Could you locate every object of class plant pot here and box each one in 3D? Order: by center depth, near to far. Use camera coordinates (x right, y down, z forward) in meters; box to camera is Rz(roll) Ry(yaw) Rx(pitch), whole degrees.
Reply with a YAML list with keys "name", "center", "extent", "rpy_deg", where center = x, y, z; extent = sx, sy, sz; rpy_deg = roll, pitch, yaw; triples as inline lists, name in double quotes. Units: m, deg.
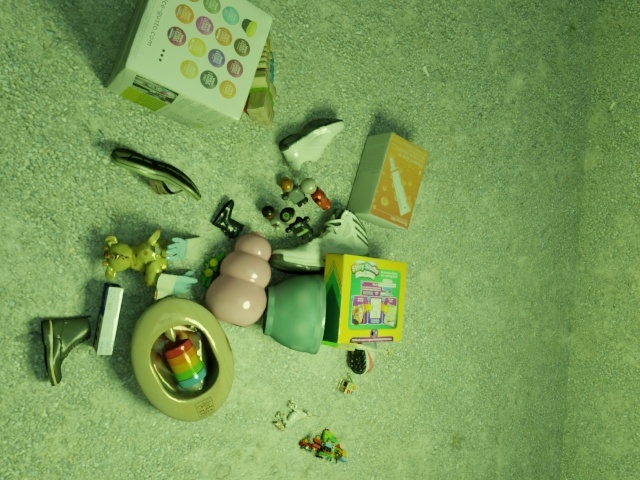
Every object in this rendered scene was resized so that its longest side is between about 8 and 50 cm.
- name: "plant pot"
  center: [-0.105, 0.260, 1.735]
  extent: [0.197, 0.293, 0.292]
  rpy_deg: [5, 91, -11]

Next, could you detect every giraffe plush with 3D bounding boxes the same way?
- name: "giraffe plush"
  center: [-0.579, 0.059, 1.488]
  extent: [0.171, 0.210, 0.181]
  rpy_deg: [-1, 64, -8]

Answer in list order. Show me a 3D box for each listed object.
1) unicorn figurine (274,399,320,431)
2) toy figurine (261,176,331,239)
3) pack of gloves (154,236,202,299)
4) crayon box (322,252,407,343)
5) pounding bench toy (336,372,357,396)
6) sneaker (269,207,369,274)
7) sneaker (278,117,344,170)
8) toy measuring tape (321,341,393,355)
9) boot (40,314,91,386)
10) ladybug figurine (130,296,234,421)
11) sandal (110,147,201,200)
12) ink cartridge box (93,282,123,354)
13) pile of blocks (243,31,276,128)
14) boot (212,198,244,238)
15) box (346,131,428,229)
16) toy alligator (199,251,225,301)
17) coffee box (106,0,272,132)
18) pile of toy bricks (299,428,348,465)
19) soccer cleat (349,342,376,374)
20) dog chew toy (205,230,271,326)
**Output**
- name: "unicorn figurine"
  center: [-0.101, 0.689, 1.886]
  extent: [0.162, 0.060, 0.111]
  rpy_deg: [-33, 111, -8]
- name: "toy figurine"
  center: [-0.095, -0.124, 1.734]
  extent: [0.148, 0.210, 0.213]
  rpy_deg: [44, 71, -38]
- name: "pack of gloves"
  center: [-0.439, 0.087, 1.549]
  extent: [0.046, 0.232, 0.194]
  rpy_deg: [14, 93, 11]
- name: "crayon box"
  center: [0.168, 0.219, 1.795]
  extent: [0.363, 0.106, 0.312]
  rpy_deg: [10, 82, -43]
- name: "pounding bench toy"
  center: [0.120, 0.602, 2.004]
  extent: [0.052, 0.065, 0.083]
  rpy_deg: [29, 78, -30]
- name: "sneaker"
  center: [0.000, 0.000, 1.859]
  extent: [0.448, 0.169, 0.257]
  rpy_deg: [4, 79, -35]
- name: "sneaker"
  center: [-0.026, -0.377, 1.838]
  extent: [0.297, 0.111, 0.129]
  rpy_deg: [-34, 126, -21]
- name: "toy measuring tape"
  center: [0.130, 0.382, 1.929]
  extent: [0.331, 0.121, 0.121]
  rpy_deg: [11, 88, -2]
- name: "boot"
  center: [-0.756, 0.329, 1.446]
  extent: [0.137, 0.077, 0.197]
  rpy_deg: [-6, 98, -36]
- name: "ladybug figurine"
  center: [-0.454, 0.386, 1.573]
  extent: [0.305, 0.162, 0.448]
  rpy_deg: [-23, 108, -24]
- name: "sandal"
  center: [-0.527, -0.201, 1.538]
  extent: [0.303, 0.120, 0.086]
  rpy_deg: [23, 109, -29]
- name: "ink cartridge box"
  center: [-0.658, 0.240, 1.481]
  extent: [0.046, 0.097, 0.206]
  rpy_deg: [11, 87, -32]
- name: "pile of blocks"
  center: [-0.231, -0.575, 1.697]
  extent: [0.113, 0.149, 0.361]
  rpy_deg: [-1, 84, 11]
- name: "boot"
  center: [-0.315, -0.072, 1.700]
  extent: [0.099, 0.045, 0.121]
  rpy_deg: [37, 82, -26]
- name: "box"
  center: [0.276, -0.239, 1.978]
  extent: [0.215, 0.168, 0.344]
  rpy_deg: [19, 84, -31]
- name: "toy alligator"
  center: [-0.394, 0.118, 1.665]
  extent: [0.052, 0.056, 0.189]
  rpy_deg: [23, 80, 12]
- name: "coffee box"
  center: [-0.398, -0.559, 1.441]
  extent: [0.335, 0.338, 0.337]
  rpy_deg: [21, 83, -32]
- name: "pile of toy bricks"
  center: [0.029, 0.826, 1.954]
  extent: [0.212, 0.118, 0.105]
  rpy_deg: [32, 45, -20]
- name: "soccer cleat"
  center: [0.190, 0.401, 2.025]
  extent: [0.117, 0.109, 0.317]
  rpy_deg: [8, 85, -56]
- name: "dog chew toy"
  center: [-0.267, 0.127, 1.663]
  extent: [0.207, 0.207, 0.331]
  rpy_deg: [25, 72, -30]
